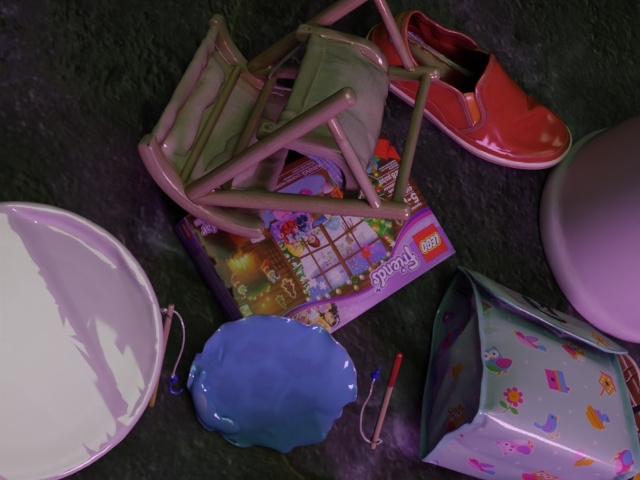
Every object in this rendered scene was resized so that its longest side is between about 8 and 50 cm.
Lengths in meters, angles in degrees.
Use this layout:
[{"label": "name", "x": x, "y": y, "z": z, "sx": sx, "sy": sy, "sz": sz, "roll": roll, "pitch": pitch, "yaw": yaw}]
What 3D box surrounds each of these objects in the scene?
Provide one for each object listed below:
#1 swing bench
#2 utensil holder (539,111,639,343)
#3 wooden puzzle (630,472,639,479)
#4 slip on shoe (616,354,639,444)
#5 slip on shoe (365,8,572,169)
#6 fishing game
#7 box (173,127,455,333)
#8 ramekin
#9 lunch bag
[{"label": "swing bench", "x": -0.025, "y": -0.145, "z": 0.948, "sx": 0.165, "sy": 0.255, "sz": 0.253, "roll": 59, "pitch": 34, "yaw": -37}, {"label": "utensil holder", "x": 0.530, "y": -0.055, "z": 1.102, "sx": 0.328, "sy": 0.385, "sz": 0.327, "roll": 6, "pitch": 73, "yaw": -21}, {"label": "wooden puzzle", "x": 0.463, "y": 0.357, "z": 1.169, "sx": 0.116, "sy": 0.014, "sz": 0.078, "roll": 42, "pitch": 64, "yaw": -8}, {"label": "slip on shoe", "x": 0.431, "y": 0.219, "z": 1.180, "sx": 0.041, "sy": 0.051, "sz": 0.135, "roll": 7, "pitch": 58, "yaw": -63}, {"label": "slip on shoe", "x": 0.212, "y": -0.200, "z": 1.163, "sx": 0.331, "sy": 0.101, "sz": 0.123, "roll": 30, "pitch": 65, "yaw": -15}, {"label": "fishing game", "x": -0.051, "y": 0.155, "z": 0.936, "sx": 0.264, "sy": 0.189, "sz": 0.041, "roll": 9, "pitch": 28, "yaw": -4}, {"label": "box", "x": 0.000, "y": 0.000, "z": 1.040, "sx": 0.293, "sy": 0.057, "sz": 0.200, "roll": -31, "pitch": 90, "yaw": -27}, {"label": "ramekin", "x": -0.300, "y": 0.105, "z": 0.843, "sx": 0.273, "sy": 0.127, "sz": 0.272, "roll": 6, "pitch": 74, "yaw": -21}, {"label": "lunch bag", "x": 0.251, "y": 0.163, "z": 1.050, "sx": 0.224, "sy": 0.160, "sz": 0.262, "roll": 23, "pitch": 46, "yaw": -12}]
